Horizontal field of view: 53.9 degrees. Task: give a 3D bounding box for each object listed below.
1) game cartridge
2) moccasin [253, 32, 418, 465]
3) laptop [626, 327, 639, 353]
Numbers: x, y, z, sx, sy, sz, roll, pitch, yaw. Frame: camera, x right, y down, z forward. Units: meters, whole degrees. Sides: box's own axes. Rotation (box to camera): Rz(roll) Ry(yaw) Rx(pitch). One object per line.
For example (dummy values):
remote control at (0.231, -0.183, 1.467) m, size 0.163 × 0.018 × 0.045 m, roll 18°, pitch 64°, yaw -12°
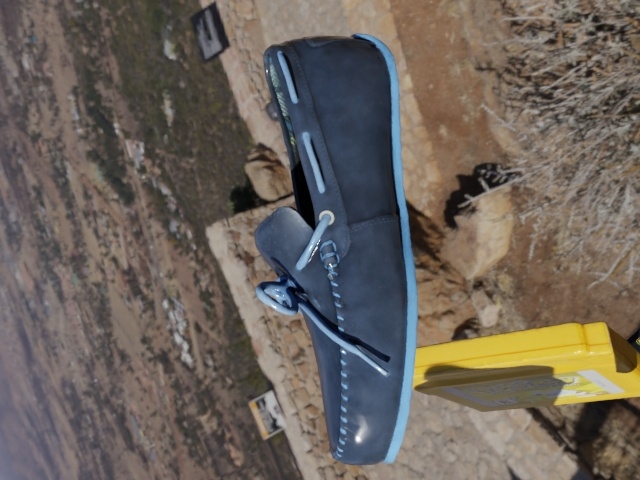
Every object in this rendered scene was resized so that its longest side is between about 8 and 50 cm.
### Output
game cartridge at (0.289, 0.188, 0.882) m, size 0.285 × 0.323 × 0.053 m, roll -16°, pitch 63°, yaw 32°
moccasin at (0.000, 0.000, 0.504) m, size 0.138 × 0.116 × 0.342 m, roll 122°, pitch 147°, yaw -66°
laptop at (0.625, 0.146, 0.913) m, size 0.264 × 0.136 × 0.234 m, roll -46°, pitch 63°, yaw 7°
